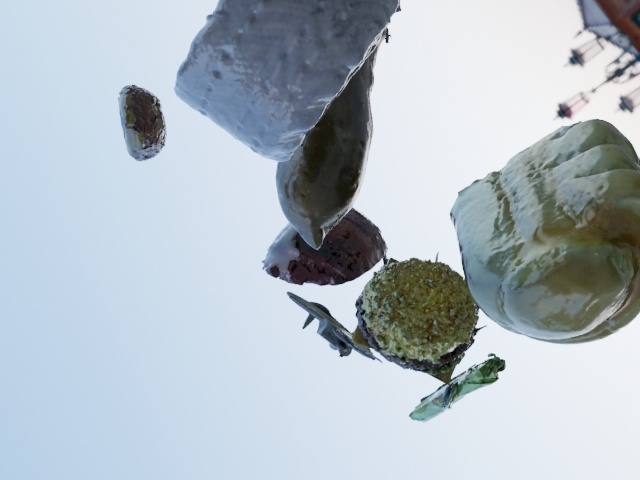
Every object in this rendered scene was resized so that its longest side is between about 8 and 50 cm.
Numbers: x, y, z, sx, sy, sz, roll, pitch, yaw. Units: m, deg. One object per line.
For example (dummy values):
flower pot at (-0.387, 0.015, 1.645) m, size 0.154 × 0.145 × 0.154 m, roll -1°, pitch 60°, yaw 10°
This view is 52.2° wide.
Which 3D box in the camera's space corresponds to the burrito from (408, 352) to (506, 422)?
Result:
burrito at (0.272, 0.321, 1.363) m, size 0.104 × 0.288 × 0.054 m, roll -22°, pitch -108°, yaw -46°

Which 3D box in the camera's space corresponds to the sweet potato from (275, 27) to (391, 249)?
sweet potato at (0.025, -0.187, 0.951) m, size 0.130 × 0.130 × 0.423 m, roll 30°, pitch -119°, yaw -29°

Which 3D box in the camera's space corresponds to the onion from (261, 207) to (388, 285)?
onion at (0.000, 0.000, 1.634) m, size 0.280 × 0.314 × 0.146 m, roll -40°, pitch -44°, yaw -49°

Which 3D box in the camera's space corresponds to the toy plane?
toy plane at (0.021, 0.201, 1.471) m, size 0.262 × 0.192 × 0.088 m, roll 28°, pitch -96°, yaw -15°

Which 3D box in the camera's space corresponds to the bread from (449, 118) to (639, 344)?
bread at (0.358, 0.006, 0.932) m, size 0.210 × 0.300 × 0.341 m, roll 42°, pitch -157°, yaw -19°

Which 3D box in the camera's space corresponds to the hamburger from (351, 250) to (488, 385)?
hamburger at (0.191, 0.126, 1.221) m, size 0.243 × 0.139 × 0.262 m, roll 21°, pitch -126°, yaw 10°

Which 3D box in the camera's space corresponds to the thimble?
thimble at (-0.032, -0.218, 0.734) m, size 0.157 × 0.217 × 0.246 m, roll 36°, pitch -101°, yaw -8°

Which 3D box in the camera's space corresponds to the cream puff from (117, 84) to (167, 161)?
cream puff at (-0.341, -0.227, 1.263) m, size 0.084 × 0.149 × 0.149 m, roll -13°, pitch -116°, yaw -17°
